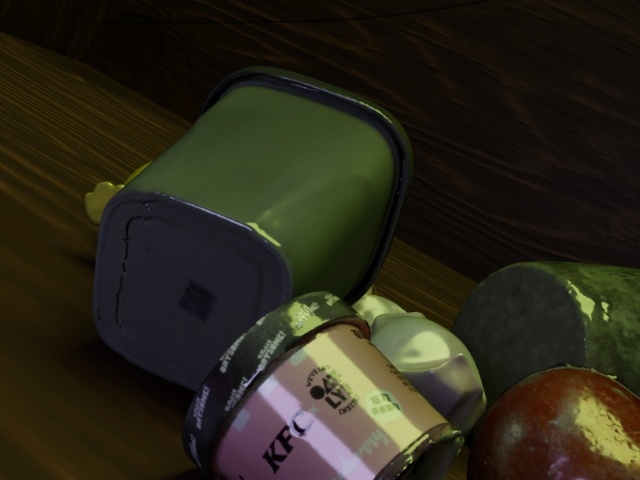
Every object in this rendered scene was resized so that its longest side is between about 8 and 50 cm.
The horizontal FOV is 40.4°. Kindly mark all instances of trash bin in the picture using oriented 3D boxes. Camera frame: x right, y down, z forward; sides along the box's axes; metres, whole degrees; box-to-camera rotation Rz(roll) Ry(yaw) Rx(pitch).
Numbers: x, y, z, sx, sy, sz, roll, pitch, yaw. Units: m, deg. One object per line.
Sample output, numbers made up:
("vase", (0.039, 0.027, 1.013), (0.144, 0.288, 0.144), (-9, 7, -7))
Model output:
("trash bin", (-0.061, -0.007, 0.772), (0.220, 0.219, 0.250), (19, 31, 11))

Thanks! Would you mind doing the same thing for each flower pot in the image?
("flower pot", (0.342, 0.163, 1.042), (0.330, 0.293, 0.294), (15, 14, -35))

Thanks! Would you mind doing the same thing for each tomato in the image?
("tomato", (0.230, 0.224, 0.726), (0.214, 0.180, 0.155), (27, 22, 3))

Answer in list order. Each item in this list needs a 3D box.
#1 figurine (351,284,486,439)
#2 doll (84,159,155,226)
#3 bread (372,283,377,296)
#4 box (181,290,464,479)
("figurine", (0.069, 0.125, 0.864), (0.200, 0.133, 0.276), (21, 8, -20))
("doll", (-0.145, -0.029, 1.076), (0.200, 0.145, 0.363), (-10, -5, 15))
("bread", (0.061, 0.097, 1.380), (0.062, 0.103, 0.049), (-16, -3, -1))
("box", (0.007, 0.133, 0.576), (0.135, 0.151, 0.151), (41, 13, 26))
